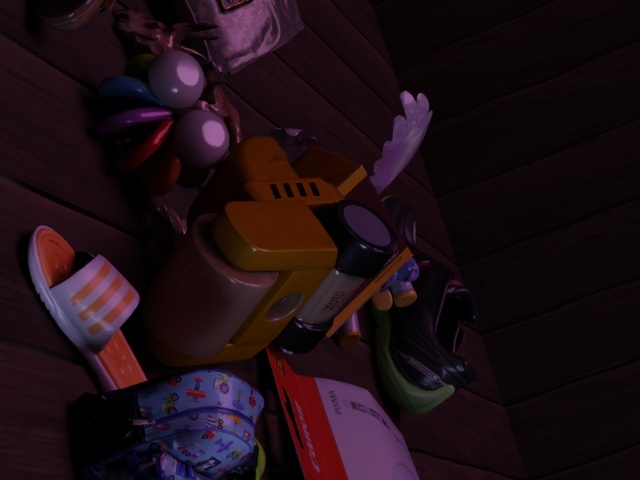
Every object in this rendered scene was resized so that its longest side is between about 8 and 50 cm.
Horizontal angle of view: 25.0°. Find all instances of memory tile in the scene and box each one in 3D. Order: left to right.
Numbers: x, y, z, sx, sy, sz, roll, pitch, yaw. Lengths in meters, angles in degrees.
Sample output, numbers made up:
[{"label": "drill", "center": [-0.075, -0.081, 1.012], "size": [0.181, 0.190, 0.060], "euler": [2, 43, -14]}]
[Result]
[{"label": "memory tile", "center": [-0.194, 0.000, 1.883], "size": [0.148, 0.012, 0.113], "euler": [43, 29, -58]}]

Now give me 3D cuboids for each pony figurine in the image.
[{"label": "pony figurine", "center": [0.051, -0.052, 2.439], "size": [0.351, 0.303, 0.363], "euler": [108, -32, -59]}]

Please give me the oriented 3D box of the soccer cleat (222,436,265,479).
[{"label": "soccer cleat", "center": [-0.115, 0.240, 1.745], "size": [0.072, 0.060, 0.179], "euler": [-84, 152, -45]}]

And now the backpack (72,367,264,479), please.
[{"label": "backpack", "center": [-0.141, 0.204, 1.460], "size": [0.158, 0.173, 0.116], "euler": [50, 24, -54]}]

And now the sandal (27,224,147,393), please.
[{"label": "sandal", "center": [-0.219, 0.086, 1.539], "size": [0.265, 0.076, 0.102], "euler": [62, 16, -23]}]

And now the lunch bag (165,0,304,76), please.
[{"label": "lunch bag", "center": [-0.158, -0.394, 2.279], "size": [0.235, 0.169, 0.287], "euler": [69, 22, -14]}]

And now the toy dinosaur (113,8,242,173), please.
[{"label": "toy dinosaur", "center": [-0.172, -0.197, 2.042], "size": [0.200, 0.127, 0.295], "euler": [-104, 171, -53]}]

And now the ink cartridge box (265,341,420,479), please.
[{"label": "ink cartridge box", "center": [0.057, 0.317, 2.102], "size": [0.385, 0.091, 0.308], "euler": [57, 9, -43]}]

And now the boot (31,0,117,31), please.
[{"label": "boot", "center": [-0.291, -0.323, 1.829], "size": [0.305, 0.112, 0.115], "euler": [-93, 167, -57]}]

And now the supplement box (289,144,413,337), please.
[{"label": "supplement box", "center": [0.000, 0.000, 2.158], "size": [0.129, 0.191, 0.194], "euler": [26, -26, 49]}]

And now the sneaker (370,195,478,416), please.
[{"label": "sneaker", "center": [0.197, 0.114, 2.761], "size": [0.185, 0.202, 0.482], "euler": [52, 22, -50]}]

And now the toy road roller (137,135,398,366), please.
[{"label": "toy road roller", "center": [-0.095, 0.000, 1.758], "size": [0.330, 0.202, 0.240], "euler": [-5, 51, -50]}]

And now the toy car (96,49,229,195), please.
[{"label": "toy car", "center": [-0.214, -0.142, 1.804], "size": [0.136, 0.159, 0.182], "euler": [-24, 92, -39]}]

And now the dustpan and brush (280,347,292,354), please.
[{"label": "dustpan and brush", "center": [-0.056, 0.118, 2.065], "size": [0.147, 0.060, 0.211], "euler": [50, -7, -19]}]
